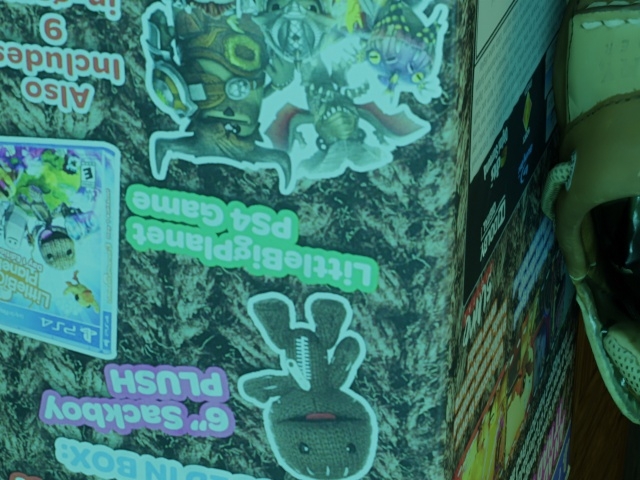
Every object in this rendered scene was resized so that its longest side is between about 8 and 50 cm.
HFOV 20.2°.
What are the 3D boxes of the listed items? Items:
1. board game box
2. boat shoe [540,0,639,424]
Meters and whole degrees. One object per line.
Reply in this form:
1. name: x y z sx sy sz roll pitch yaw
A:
1. board game box: 0.000 0.000 0.573 0.232 0.141 0.291 -54 148 -60
2. boat shoe: 0.130 0.010 0.587 0.324 0.122 0.120 54 50 -57
